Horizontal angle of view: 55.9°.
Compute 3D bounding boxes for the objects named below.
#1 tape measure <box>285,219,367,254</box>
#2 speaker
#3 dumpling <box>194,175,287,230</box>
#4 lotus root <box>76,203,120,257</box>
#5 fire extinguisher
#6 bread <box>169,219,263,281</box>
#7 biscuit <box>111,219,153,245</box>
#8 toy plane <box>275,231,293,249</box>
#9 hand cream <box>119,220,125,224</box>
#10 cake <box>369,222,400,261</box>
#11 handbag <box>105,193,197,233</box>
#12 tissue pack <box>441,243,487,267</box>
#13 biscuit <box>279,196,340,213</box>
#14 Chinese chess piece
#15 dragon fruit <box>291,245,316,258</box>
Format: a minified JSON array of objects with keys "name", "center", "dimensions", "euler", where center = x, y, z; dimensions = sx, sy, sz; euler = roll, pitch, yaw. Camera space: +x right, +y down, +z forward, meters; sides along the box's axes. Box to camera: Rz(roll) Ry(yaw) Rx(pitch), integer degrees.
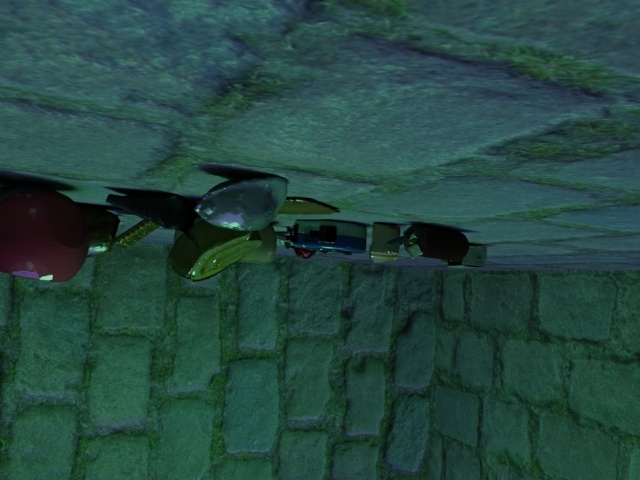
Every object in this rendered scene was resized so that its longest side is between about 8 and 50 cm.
[{"name":"tape measure","center":[0.074,-0.001,1.951],"dimensions":[0.215,0.098,0.351],"euler":[2,177,35]},{"name":"speaker","center":[-0.738,-0.009,1.509],"dimensions":[0.293,0.295,0.294],"euler":[4,175,0]},{"name":"dumpling","center":[-0.138,-0.070,1.194],"dimensions":[0.149,0.105,0.216],"euler":[1,174,33]},{"name":"lotus root","center":[-0.785,-0.026,1.901],"dimensions":[0.290,0.193,0.193],"euler":[5,175,-4]},{"name":"fire extinguisher","center":[0.320,0.008,1.782],"dimensions":[0.268,0.105,0.104],"euler":[7,175,-42]},{"name":"bread","center":[-0.285,0.007,1.621],"dimensions":[0.257,0.124,0.186],"euler":[-29,163,-17]},{"name":"biscuit","center":[-0.588,-0.030,1.968],"dimensions":[0.172,0.029,0.254],"euler":[-36,-176,-11]},{"name":"toy plane","center":[-0.151,-0.002,2.334],"dimensions":[0.171,0.066,0.162],"euler":[1,-172,-18]},{"name":"hand cream","center":[-0.886,-0.049,2.179],"dimensions":[0.358,0.118,0.185],"euler":[-7,170,36]},{"name":"cake","center":[0.198,0.011,1.869],"dimensions":[0.090,0.110,0.225],"euler":[3,175,6]},{"name":"handbag","center":[-0.430,-0.079,1.586],"dimensions":[0.175,0.089,0.270],"euler":[12,177,11]},{"name":"tissue pack","center":[0.540,0.060,2.279],"dimensions":[0.103,0.091,0.170],"euler":[5,173,-16]},{"name":"biscuit","center":[-0.084,-0.085,1.537],"dimensions":[0.236,0.013,0.232],"euler":[3,175,27]},{"name":"Chinese chess piece","center":[-0.313,-0.001,2.000],"dimensions":[0.337,0.141,0.338],"euler":[5,176,0]},{"name":"dragon fruit","center":[-0.080,0.030,2.517],"dimensions":[0.094,0.094,0.190],"euler":[7,179,-35]}]
